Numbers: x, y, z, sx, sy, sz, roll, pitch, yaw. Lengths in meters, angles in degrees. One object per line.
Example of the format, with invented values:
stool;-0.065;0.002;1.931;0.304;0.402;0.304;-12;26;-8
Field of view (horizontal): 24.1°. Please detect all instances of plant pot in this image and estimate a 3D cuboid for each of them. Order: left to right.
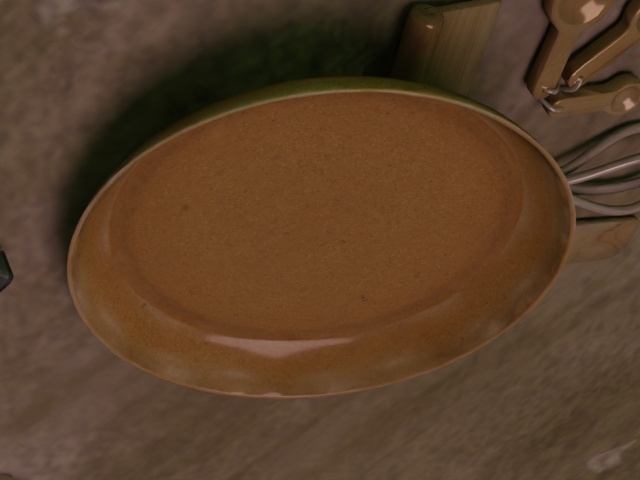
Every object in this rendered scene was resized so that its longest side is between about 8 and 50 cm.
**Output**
plant pot;0.000;0.000;0.705;0.236;0.032;0.236;-6;142;-4

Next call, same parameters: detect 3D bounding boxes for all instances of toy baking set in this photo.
toy baking set;0.102;-0.036;0.767;0.197;0.030;0.256;-24;142;-5

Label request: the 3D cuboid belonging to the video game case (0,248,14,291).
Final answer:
video game case;-0.287;0.020;0.598;0.196;0.026;0.274;-39;140;14
